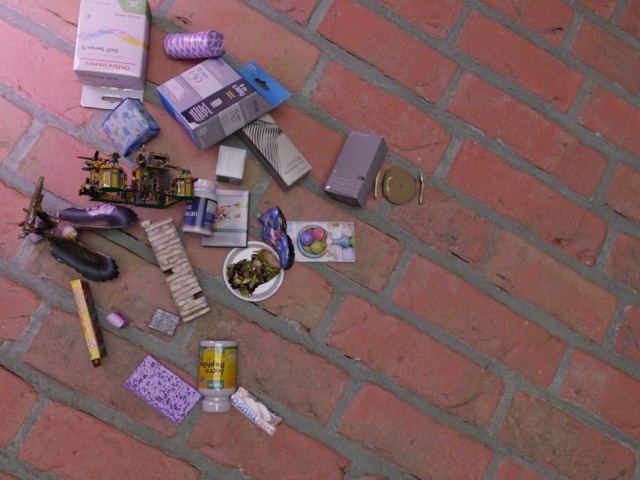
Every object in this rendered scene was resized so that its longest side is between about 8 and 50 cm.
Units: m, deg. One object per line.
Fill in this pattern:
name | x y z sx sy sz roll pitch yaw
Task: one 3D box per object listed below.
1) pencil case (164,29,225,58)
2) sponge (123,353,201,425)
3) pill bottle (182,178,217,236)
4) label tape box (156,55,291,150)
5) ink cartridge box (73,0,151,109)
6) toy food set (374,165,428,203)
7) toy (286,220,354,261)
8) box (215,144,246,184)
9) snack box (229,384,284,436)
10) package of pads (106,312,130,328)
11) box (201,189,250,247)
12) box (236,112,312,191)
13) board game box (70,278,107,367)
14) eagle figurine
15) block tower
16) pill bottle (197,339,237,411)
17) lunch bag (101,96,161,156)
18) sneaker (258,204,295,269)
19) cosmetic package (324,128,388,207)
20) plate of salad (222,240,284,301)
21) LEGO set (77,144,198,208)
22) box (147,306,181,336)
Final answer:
pencil case | -0.411 -0.640 1.838 0.206 0.086 0.088 8 60 27
sponge | -0.480 0.456 1.728 0.210 0.031 0.117 38 77 -3
pill bottle | -0.373 -0.101 1.765 0.094 0.094 0.169 9 81 -9
label tape box | -0.308 -0.474 1.812 0.348 0.115 0.249 -35 59 -12
ink cartridge box | -0.665 -0.607 1.814 0.207 0.119 0.353 3 81 -10
toy food set | 0.275 -0.191 1.969 0.192 0.038 0.132 8 87 -15
toy | 0.000 0.000 1.874 0.238 0.056 0.136 1 80 -10
box | -0.291 -0.243 1.835 0.087 0.101 0.101 8 82 -9
snack box | -0.203 0.533 1.771 0.178 0.022 0.064 40 78 -3
package of pads | -0.611 0.242 1.710 0.050 0.083 0.032 41 82 1
box | -0.305 -0.070 1.827 0.145 0.038 0.186 2 80 1
box | -0.157 -0.304 1.873 0.113 0.094 0.275 -41 90 -15
board game box | -0.683 0.247 1.675 0.039 0.124 0.259 -13 84 -13
eagle figurine | -0.736 -0.021 1.701 0.298 0.225 0.226 22 121 -36
block tower | -0.448 0.085 1.762 0.097 0.091 0.335 -25 87 -14
pill bottle | -0.313 0.410 1.721 0.118 0.117 0.208 3 81 -10
lunch bag | -0.609 -0.360 1.801 0.151 0.096 0.128 -36 89 16
sneaker | -0.142 -0.002 1.835 0.087 0.083 0.221 -21 67 9
cosmetic package | 0.123 -0.242 1.892 0.127 0.107 0.237 17 79 24
plate of salad | -0.214 0.097 1.824 0.200 0.048 0.199 2 82 -11
LEGO set | -0.543 -0.216 1.690 0.332 0.255 0.191 3 80 -31
box | -0.487 0.254 1.764 0.083 0.018 0.067 23 78 -6
